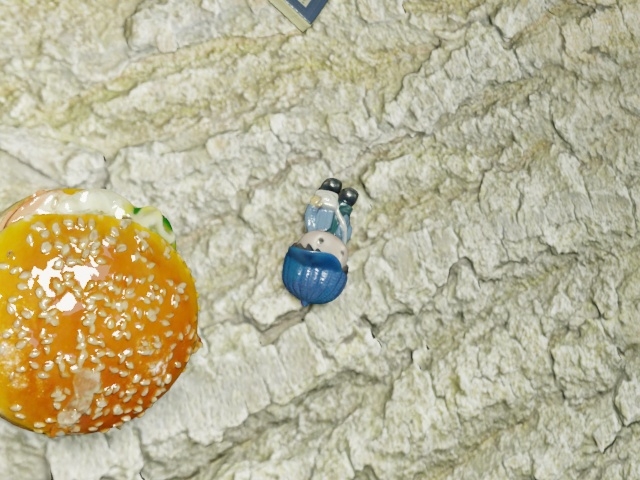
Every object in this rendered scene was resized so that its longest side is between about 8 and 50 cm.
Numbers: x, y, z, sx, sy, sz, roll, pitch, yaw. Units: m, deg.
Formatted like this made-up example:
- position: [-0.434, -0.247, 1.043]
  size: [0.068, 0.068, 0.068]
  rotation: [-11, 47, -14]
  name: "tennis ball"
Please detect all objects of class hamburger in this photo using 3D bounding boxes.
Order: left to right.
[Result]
- position: [-0.221, 0.065, 0.780]
  size: [0.236, 0.147, 0.237]
  rotation: [5, 79, -29]
  name: "hamburger"

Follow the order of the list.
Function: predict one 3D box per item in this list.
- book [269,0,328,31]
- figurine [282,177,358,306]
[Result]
- position: [-0.072, -0.412, 1.054]
  size: [0.269, 0.025, 0.191]
  rotation: [40, 60, -18]
  name: "book"
- position: [0.000, 0.000, 0.978]
  size: [0.086, 0.087, 0.149]
  rotation: [31, 49, -23]
  name: "figurine"
